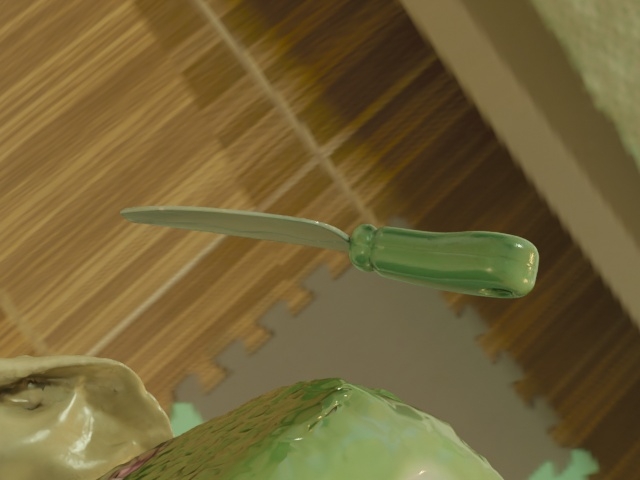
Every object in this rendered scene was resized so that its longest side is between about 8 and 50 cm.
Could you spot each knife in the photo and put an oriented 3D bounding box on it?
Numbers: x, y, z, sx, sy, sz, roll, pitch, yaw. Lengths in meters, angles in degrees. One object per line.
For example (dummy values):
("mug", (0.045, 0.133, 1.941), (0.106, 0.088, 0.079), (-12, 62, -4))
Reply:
("knife", (0.000, 0.000, 1.085), (0.260, 0.063, 0.034), (8, 79, 9))

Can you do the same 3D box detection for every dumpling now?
("dumpling", (-0.226, 0.154, 1.336), (0.250, 0.132, 0.162), (4, 108, 8))

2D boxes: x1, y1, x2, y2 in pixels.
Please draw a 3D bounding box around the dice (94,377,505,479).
("dice", (-0.045, 0.278, 0.929), (0.322, 0.318, 0.330), (58, 36, -5))
